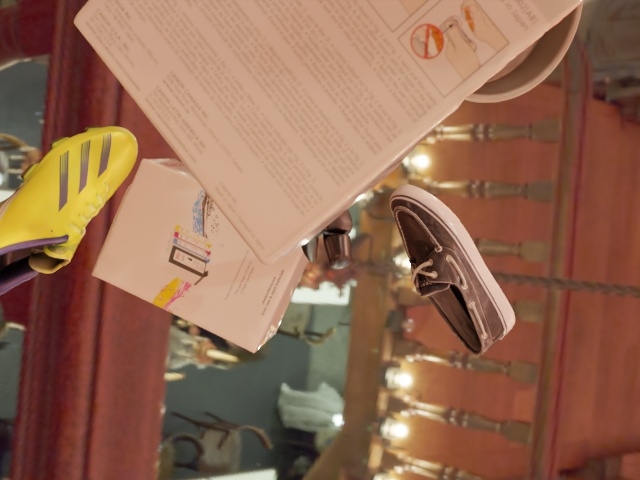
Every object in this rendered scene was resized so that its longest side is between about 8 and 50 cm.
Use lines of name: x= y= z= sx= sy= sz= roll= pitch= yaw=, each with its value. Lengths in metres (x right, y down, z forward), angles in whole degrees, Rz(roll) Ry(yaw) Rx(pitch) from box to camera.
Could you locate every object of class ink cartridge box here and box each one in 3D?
ink cartridge box: x=-0.142 y=0.013 z=1.350 sx=0.171 sy=0.233 sz=0.168 roll=-28 pitch=143 yaw=-82
ink cartridge box: x=-0.002 y=-0.208 z=0.937 sx=0.308 sy=0.385 sz=0.091 roll=52 pitch=25 yaw=3

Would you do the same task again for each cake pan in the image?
cake pan: x=0.219 y=-0.333 z=1.382 sx=0.293 sy=0.054 sz=0.293 roll=-6 pitch=104 yaw=-24

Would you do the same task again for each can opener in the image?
can opener: x=0.000 y=0.000 z=1.144 sx=0.059 sy=0.186 sz=0.073 roll=2 pitch=82 yaw=-5

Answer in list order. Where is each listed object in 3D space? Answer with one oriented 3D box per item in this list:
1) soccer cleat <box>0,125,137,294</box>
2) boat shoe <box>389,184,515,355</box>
soccer cleat: x=-0.272 y=-0.018 z=1.040 sx=0.289 sy=0.121 sz=0.093 roll=-43 pitch=152 yaw=-40
boat shoe: x=0.196 y=0.051 z=1.681 sx=0.102 sy=0.108 sz=0.301 roll=-39 pitch=99 yaw=-33
